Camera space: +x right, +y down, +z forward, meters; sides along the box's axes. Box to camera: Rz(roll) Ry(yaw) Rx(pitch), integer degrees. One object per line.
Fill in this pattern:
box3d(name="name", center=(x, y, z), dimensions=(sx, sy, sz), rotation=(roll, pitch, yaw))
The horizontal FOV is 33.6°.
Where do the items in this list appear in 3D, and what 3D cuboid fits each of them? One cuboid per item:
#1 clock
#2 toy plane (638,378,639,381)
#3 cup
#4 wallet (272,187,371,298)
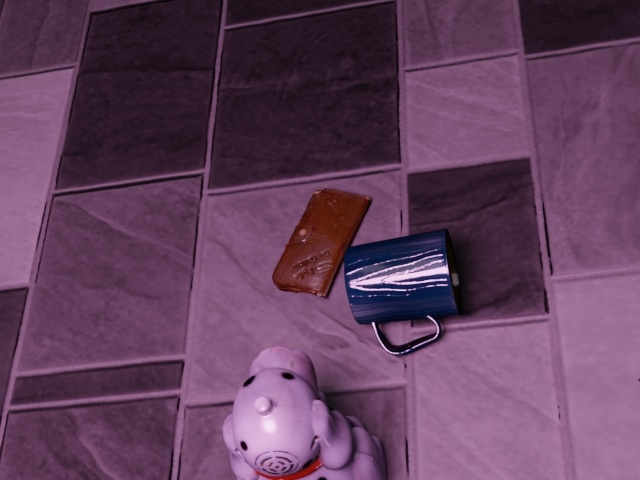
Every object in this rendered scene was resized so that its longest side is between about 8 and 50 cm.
box3d(name="clock", center=(-0.035, 0.234, 1.238), dimensions=(0.189, 0.254, 0.188), rotation=(-10, 49, 12))
box3d(name="toy plane", center=(0.473, 0.194, 1.236), dimensions=(0.078, 0.053, 0.197), rotation=(-45, 54, -6))
box3d(name="cup", center=(0.108, 0.064, 1.396), dimensions=(0.138, 0.113, 0.150), rotation=(-10, 52, 13))
box3d(name="wallet", center=(0.000, 0.000, 1.528), dimensions=(0.095, 0.026, 0.176), rotation=(12, 60, 27))
